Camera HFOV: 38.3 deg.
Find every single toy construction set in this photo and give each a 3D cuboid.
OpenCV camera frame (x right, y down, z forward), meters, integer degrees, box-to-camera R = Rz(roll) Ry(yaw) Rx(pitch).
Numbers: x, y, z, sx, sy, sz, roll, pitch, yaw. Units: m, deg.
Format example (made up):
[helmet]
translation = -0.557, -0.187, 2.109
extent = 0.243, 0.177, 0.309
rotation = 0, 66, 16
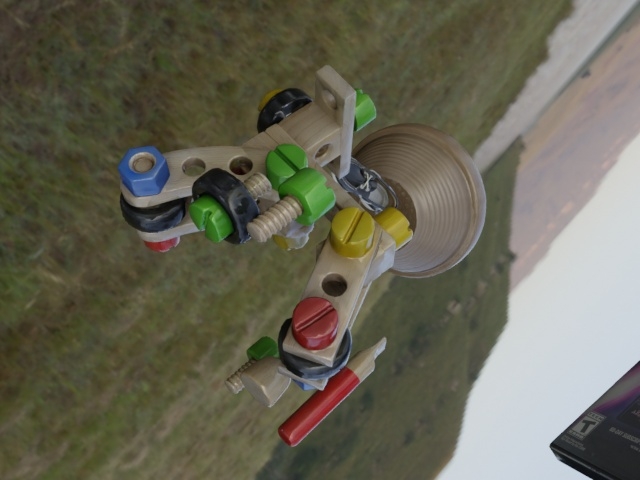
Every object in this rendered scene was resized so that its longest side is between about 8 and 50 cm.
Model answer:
[toy construction set]
translation = 0.000, 0.000, 0.815
extent = 0.237, 0.257, 0.308
rotation = -39, 131, -26

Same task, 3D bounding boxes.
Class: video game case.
[video game case]
translation = 0.353, 0.124, 0.786
extent = 0.274, 0.026, 0.196
rotation = -39, -160, -13

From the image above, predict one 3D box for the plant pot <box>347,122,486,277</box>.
[plant pot]
translation = 0.115, -0.048, 1.367
extent = 0.237, 0.237, 0.110
rotation = -52, 166, 33

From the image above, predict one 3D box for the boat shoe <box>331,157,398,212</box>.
[boat shoe]
translation = 0.060, -0.072, 1.207
extent = 0.125, 0.038, 0.046
rotation = 42, 70, -46
